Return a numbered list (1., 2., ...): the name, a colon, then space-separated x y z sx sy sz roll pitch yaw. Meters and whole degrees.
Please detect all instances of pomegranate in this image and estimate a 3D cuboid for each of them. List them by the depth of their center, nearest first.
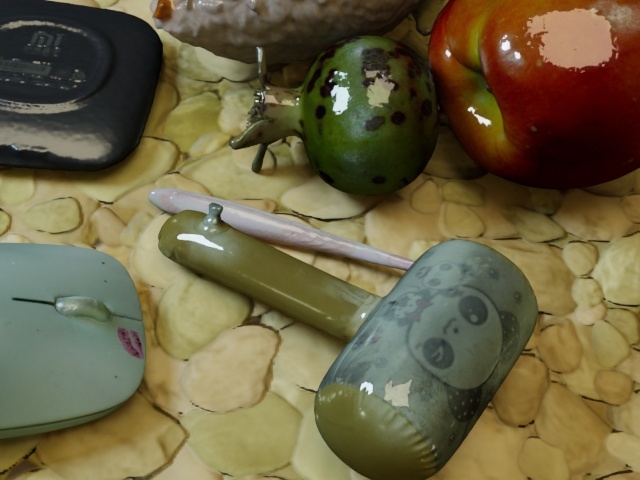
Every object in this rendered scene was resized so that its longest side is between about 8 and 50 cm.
1. pomegranate: 0.023 -0.110 0.870 0.169 0.149 0.149 8 51 19

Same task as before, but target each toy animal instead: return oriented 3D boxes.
1. toy animal: -0.004 -0.273 0.932 0.226 0.188 0.358 20 47 38

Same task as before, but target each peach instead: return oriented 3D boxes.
1. peach: 0.220 -0.156 0.886 0.243 0.200 0.244 4 43 -4

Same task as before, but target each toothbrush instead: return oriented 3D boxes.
1. toothbrush: 0.000 0.000 0.846 0.307 0.029 0.025 15 94 4

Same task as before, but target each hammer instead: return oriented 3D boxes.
1. hammer: 0.001 0.046 0.777 0.305 0.113 0.202 28 51 21

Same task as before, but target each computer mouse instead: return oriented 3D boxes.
1. computer mouse: -0.273 0.065 0.711 0.288 0.097 0.160 -6 54 -13

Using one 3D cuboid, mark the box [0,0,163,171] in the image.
1. box: -0.257 -0.145 0.896 0.212 0.042 0.201 8 52 -5
